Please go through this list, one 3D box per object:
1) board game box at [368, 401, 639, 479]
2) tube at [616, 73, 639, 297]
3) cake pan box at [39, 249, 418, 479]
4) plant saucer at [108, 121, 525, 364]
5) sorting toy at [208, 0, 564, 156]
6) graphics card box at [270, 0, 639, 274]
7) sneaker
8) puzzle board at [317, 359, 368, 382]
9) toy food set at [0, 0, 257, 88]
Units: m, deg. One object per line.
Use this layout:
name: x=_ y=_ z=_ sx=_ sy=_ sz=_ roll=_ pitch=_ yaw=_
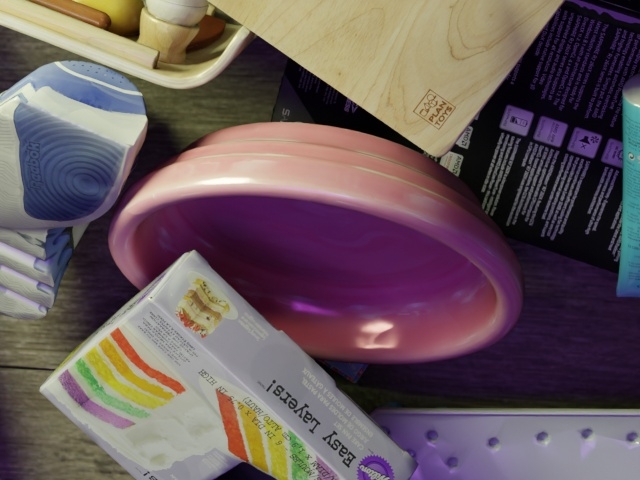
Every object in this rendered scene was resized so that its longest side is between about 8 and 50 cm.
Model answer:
board game box: x=0.240 y=0.324 z=1.735 sx=0.389 sy=0.050 sz=0.390 roll=-1 pitch=107 yaw=9
tube: x=0.263 y=-0.031 z=1.504 sx=0.080 sy=0.052 sz=0.207 roll=7 pitch=130 yaw=21
cake pan box: x=-0.077 y=0.155 z=1.610 sx=0.267 sy=0.070 sz=0.245 roll=44 pitch=146 yaw=-8
plant saucer: x=0.000 y=0.000 z=1.560 sx=0.332 sy=0.332 sz=0.084 roll=7 pitch=65 yaw=7
sorting toy: x=0.061 y=-0.239 z=1.408 sx=0.255 sy=0.089 sz=0.257 roll=34 pitch=118 yaw=-5
graphics card box: x=0.158 y=-0.120 z=1.558 sx=0.370 sy=0.094 sz=0.233 roll=17 pitch=125 yaw=3
sneaker: x=-0.214 y=-0.082 z=1.593 sx=0.127 sy=0.182 sz=0.315 roll=26 pitch=147 yaw=-7
puzzle board: x=0.002 y=0.054 z=1.708 sx=0.128 sy=0.011 sz=0.096 roll=32 pitch=110 yaw=-2
toy food set: x=-0.181 y=-0.222 z=1.539 sx=0.306 sy=0.220 sz=0.092 roll=22 pitch=109 yaw=2
